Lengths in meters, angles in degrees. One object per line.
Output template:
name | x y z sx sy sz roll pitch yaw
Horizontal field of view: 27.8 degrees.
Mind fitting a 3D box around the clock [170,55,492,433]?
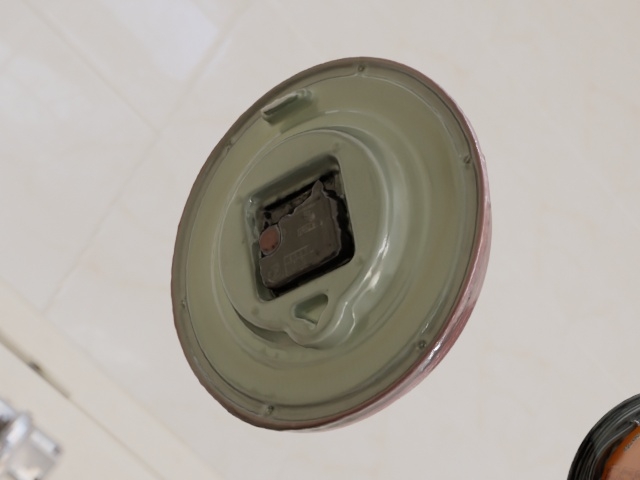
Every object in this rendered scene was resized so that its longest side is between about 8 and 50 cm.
clock | -0.001 -0.001 0.813 0.244 0.056 0.244 -13 -113 33

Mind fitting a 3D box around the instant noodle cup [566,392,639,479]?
instant noodle cup | 0.268 0.190 0.880 0.208 0.177 0.125 -63 -173 -10
